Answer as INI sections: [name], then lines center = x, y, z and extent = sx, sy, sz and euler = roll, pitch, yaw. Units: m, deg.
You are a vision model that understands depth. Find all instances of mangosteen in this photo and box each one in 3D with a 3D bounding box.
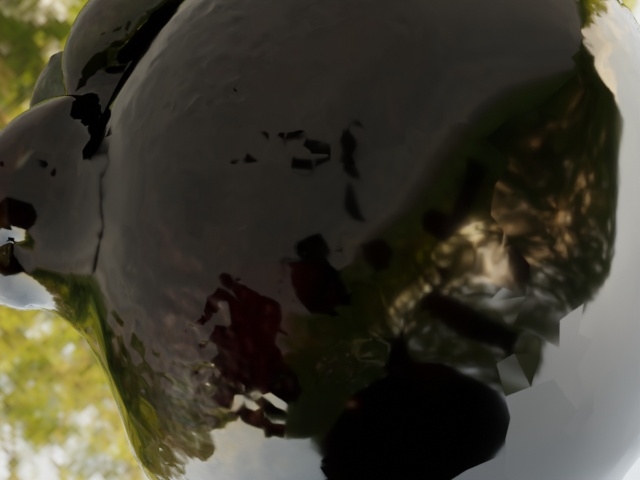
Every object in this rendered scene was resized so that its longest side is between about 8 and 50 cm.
[mangosteen]
center = 0.008, -0.002, 0.732
extent = 0.297, 0.314, 0.296
euler = -170, -90, -77
